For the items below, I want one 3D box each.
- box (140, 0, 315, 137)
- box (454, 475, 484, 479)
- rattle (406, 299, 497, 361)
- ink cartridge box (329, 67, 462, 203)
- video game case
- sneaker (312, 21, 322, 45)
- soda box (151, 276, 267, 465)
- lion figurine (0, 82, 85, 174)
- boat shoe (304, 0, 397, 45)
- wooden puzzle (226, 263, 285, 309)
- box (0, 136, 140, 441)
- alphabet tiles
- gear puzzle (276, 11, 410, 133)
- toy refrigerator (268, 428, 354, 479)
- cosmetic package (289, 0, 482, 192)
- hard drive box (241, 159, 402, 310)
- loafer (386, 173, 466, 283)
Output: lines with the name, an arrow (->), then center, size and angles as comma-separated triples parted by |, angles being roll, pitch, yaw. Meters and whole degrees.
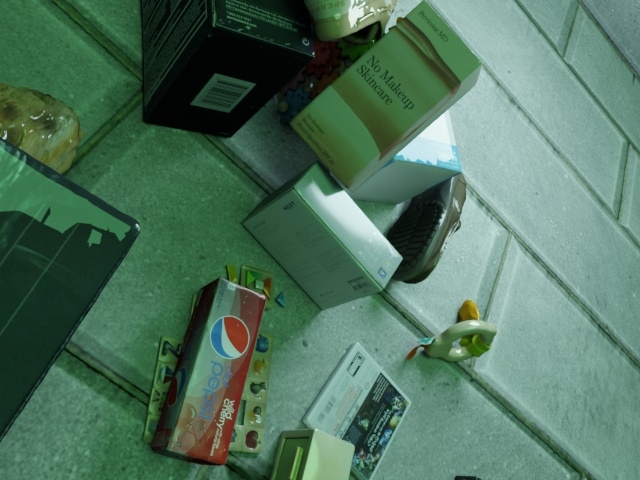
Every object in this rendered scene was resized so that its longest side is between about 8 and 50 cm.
box -> -0.170, -0.378, 0.935 | 0.183, 0.296, 0.294 | 4, 71, -36
box -> 0.350, 0.626, 1.095 | 0.270, 0.060, 0.216 | 38, 55, -19
rattle -> 0.263, 0.184, 1.196 | 0.200, 0.130, 0.142 | -4, 62, -10
ink cartridge box -> 0.139, -0.242, 1.178 | 0.197, 0.198, 0.270 | 4, 71, -36
video game case -> 0.073, 0.316, 1.032 | 0.173, 0.022, 0.190 | 49, 51, -11
sneaker -> 0.054, -0.475, 1.274 | 0.145, 0.090, 0.270 | 11, 64, -31
soda box -> -0.166, 0.196, 0.847 | 0.092, 0.083, 0.263 | 27, 59, -25
lion figurine -> -0.521, -0.163, 0.694 | 0.392, 0.142, 0.240 | 30, 57, -24
boat shoe -> 0.055, -0.377, 0.921 | 0.341, 0.122, 0.110 | -40, 122, -60
wooden puzzle -> -0.112, 0.081, 0.985 | 0.116, 0.014, 0.078 | 13, 60, -34
box -> -0.488, 0.060, 0.444 | 0.472, 0.297, 0.480 | 34, 77, -19
alphabet tiles -> -0.169, 0.211, 0.900 | 0.198, 0.009, 0.237 | 19, 62, -30
gear puzzle -> 0.052, -0.336, 1.070 | 0.044, 0.339, 0.175 | 24, 50, -62
toy refrigerator -> -0.040, 0.435, 0.850 | 0.094, 0.102, 0.269 | 31, 57, -24
cosmetic package -> 0.111, -0.237, 0.957 | 0.153, 0.296, 0.129 | 48, 6, 7
hard drive box -> 0.000, 0.000, 0.994 | 0.232, 0.181, 0.089 | 48, 51, -13
loafer -> 0.259, -0.033, 1.229 | 0.130, 0.134, 0.366 | 51, 51, -26
